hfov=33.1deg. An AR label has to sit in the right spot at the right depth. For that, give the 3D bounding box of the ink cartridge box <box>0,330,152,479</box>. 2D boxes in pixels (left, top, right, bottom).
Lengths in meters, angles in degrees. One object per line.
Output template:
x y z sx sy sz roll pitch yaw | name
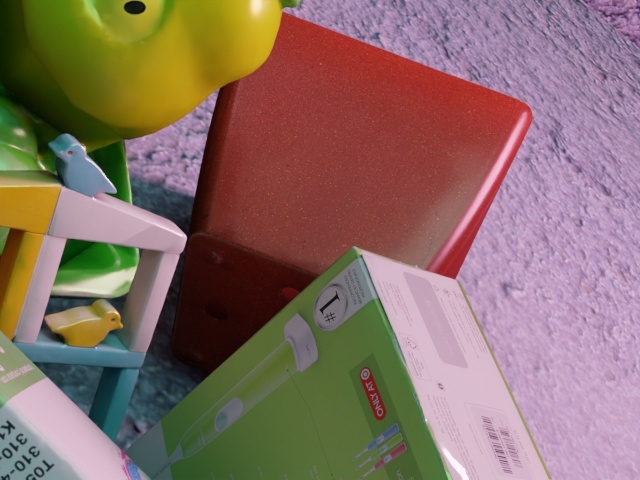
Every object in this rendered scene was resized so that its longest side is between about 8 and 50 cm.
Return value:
-0.179 0.206 0.603 0.278 0.201 0.117 45 -5 -2 | ink cartridge box

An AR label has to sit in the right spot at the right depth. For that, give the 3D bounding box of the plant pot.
0.000 0.000 0.952 0.267 0.267 0.235 21 48 4 | plant pot

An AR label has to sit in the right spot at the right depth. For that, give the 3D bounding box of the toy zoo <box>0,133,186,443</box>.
-0.205 0.069 0.700 0.192 0.293 0.030 10 18 -35 | toy zoo

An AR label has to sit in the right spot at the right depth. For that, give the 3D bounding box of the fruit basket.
-0.218 -0.141 0.766 0.283 0.392 0.392 5 48 -46 | fruit basket

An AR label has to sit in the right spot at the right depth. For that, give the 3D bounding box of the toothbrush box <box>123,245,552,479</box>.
0.001 0.175 0.752 0.122 0.283 0.206 19 38 -43 | toothbrush box
